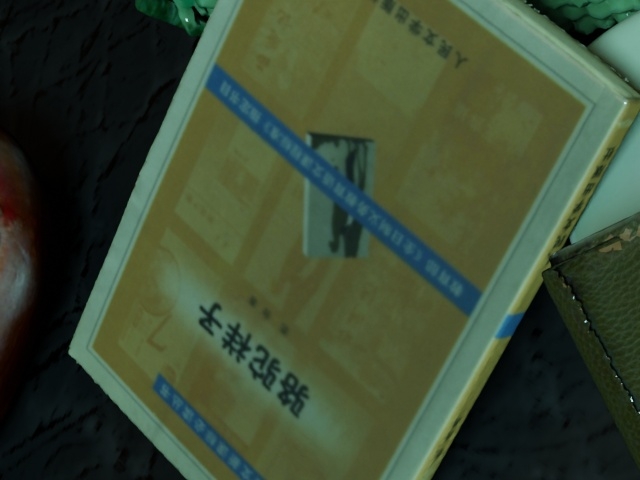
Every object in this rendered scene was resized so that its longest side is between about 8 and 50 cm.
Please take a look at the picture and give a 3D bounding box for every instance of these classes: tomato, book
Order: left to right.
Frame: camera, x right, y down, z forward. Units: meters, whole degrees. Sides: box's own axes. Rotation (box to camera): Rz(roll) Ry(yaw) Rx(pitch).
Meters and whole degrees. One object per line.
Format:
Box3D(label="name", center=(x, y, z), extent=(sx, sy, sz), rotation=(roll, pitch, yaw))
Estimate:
Box3D(label="tomato", center=(-0.171, 0.034, 0.857), extent=(0.174, 0.082, 0.166), rotation=(-47, 45, 23))
Box3D(label="book", center=(-0.001, 0.000, 0.683), extent=(0.170, 0.018, 0.241), rotation=(42, 122, 28))

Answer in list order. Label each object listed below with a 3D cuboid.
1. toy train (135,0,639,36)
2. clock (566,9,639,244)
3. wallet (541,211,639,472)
Box3D(label="toy train", center=(0.041, -0.157, 0.723), extent=(0.269, 0.115, 0.154), rotation=(-5, 68, 40))
Box3D(label="clock", center=(0.170, -0.027, 0.593), extent=(0.191, 0.062, 0.151), rotation=(-30, 55, 29))
Box3D(label="wallet", center=(0.151, 0.073, 0.534), extent=(0.110, 0.031, 0.198), rotation=(-28, 84, 30))
